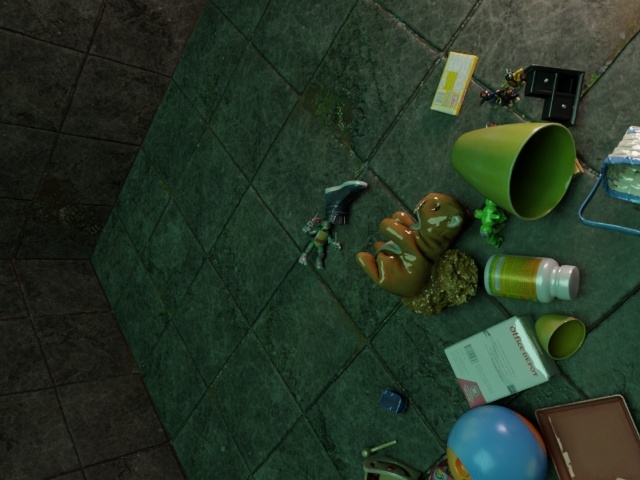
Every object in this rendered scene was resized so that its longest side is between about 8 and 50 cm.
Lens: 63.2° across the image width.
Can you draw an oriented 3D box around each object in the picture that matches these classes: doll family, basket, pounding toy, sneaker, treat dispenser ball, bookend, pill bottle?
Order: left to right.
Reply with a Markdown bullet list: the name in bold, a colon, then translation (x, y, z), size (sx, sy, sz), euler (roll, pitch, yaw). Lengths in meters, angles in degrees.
- **sneaker**: translation (0.102, -0.148, 2.091), size (0.226, 0.086, 0.163), euler (-14, 68, 51)
- **pounding toy**: translation (0.240, 0.827, 1.899), size (0.270, 0.154, 0.154), euler (10, 96, 41)
- **treat dispenser ball**: translation (0.525, 0.644, 1.558), size (0.288, 0.288, 0.288), euler (-2, 87, 42)
- **doll family**: translation (0.593, -0.482, 1.653), size (0.193, 0.111, 0.076), euler (-48, 59, 31)
- **sneaker**: translation (0.612, -0.327, 1.664), size (0.084, 0.070, 0.185), euler (-47, 68, 33)
- **pill bottle**: translation (0.638, 0.116, 1.575), size (0.246, 0.136, 0.136), euler (5, 92, 42)
- **bookend**: translation (0.679, -0.428, 1.545), size (0.157, 0.072, 0.156), euler (9, 95, 1)
- **basket**: translation (0.846, -0.136, 1.333), size (0.255, 0.201, 0.289), euler (24, 73, 41)

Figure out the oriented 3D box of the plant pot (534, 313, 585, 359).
- **plant pot**: translation (0.695, 0.270, 1.540), size (0.134, 0.134, 0.095), euler (-71, 25, 15)

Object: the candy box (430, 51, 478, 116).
- **candy box**: translation (0.468, -0.549, 1.825), size (0.105, 0.027, 0.205), euler (28, 107, 36)

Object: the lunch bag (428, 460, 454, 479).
- **lunch bag**: translation (0.479, 0.903, 1.704), size (0.293, 0.120, 0.258), euler (23, 104, 40)

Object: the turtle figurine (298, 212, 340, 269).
- **turtle figurine**: translation (0.000, 0.000, 2.175), size (0.175, 0.118, 0.234), euler (21, 109, -2)

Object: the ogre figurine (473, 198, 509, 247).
- **ogre figurine**: translation (0.558, -0.080, 1.667), size (0.097, 0.118, 0.197), euler (38, 112, 36)

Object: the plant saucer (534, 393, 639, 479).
- **plant saucer**: translation (0.787, 0.588, 1.487), size (0.258, 0.048, 0.259), euler (-29, 71, 38)

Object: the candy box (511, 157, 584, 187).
- **candy box**: translation (0.690, -0.206, 1.597), size (0.187, 0.053, 0.109), euler (-36, 66, 37)

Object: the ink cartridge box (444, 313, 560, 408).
- **ink cartridge box**: translation (0.569, 0.382, 1.642), size (0.283, 0.117, 0.207), euler (-37, 65, 36)

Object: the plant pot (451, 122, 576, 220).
- **plant pot**: translation (0.539, -0.232, 1.548), size (0.293, 0.275, 0.274), euler (33, 111, 52)

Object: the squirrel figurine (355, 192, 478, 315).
- **squirrel figurine**: translation (0.380, 0.046, 1.772), size (0.370, 0.281, 0.397), euler (-44, 75, 20)

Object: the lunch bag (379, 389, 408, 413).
- **lunch bag**: translation (0.278, 0.601, 1.933), size (0.098, 0.065, 0.067), euler (18, 85, 42)
